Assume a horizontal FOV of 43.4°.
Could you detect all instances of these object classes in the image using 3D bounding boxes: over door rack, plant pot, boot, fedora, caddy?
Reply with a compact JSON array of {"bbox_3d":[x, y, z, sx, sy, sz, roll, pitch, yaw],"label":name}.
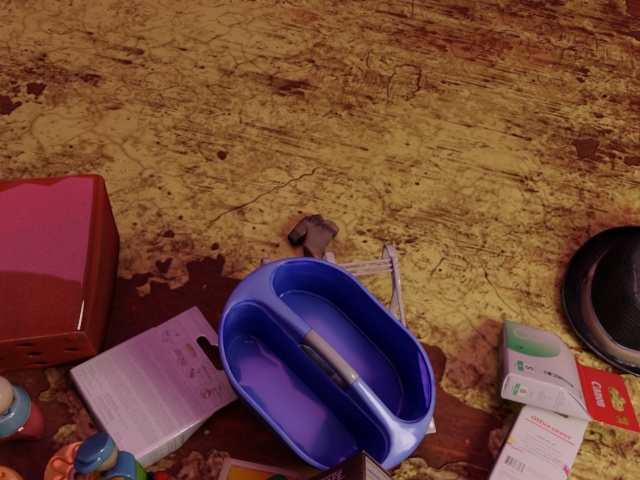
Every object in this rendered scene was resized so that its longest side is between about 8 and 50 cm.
[{"bbox_3d":[0.033,0.178,1.333,0.239,0.108,0.325,-7,71,-10],"label":"over door rack"},{"bbox_3d":[-0.455,0.068,1.264,0.267,0.267,0.236,-6,68,-10],"label":"plant pot"},{"bbox_3d":[0.000,0.000,1.476,0.087,0.042,0.118,-31,65,-26],"label":"boot"},{"bbox_3d":[0.598,0.076,1.421,0.333,0.153,0.334,3,56,-4],"label":"fedora"},{"bbox_3d":[0.005,0.184,1.174,0.341,0.179,0.241,44,71,8],"label":"caddy"}]

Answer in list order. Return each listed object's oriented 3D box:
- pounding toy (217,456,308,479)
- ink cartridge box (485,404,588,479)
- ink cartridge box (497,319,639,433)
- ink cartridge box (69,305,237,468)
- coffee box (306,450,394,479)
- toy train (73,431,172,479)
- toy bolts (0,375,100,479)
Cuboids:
[{"bbox_3d":[-0.122,0.402,1.110,0.180,0.094,0.206,11,28,2],"label":"pounding toy"},{"bbox_3d":[0.340,0.338,1.270,0.104,0.062,0.181,28,58,14],"label":"ink cartridge box"},{"bbox_3d":[0.405,0.218,1.315,0.224,0.056,0.181,13,24,5],"label":"ink cartridge box"},{"bbox_3d":[-0.253,0.235,1.289,0.232,0.066,0.189,-25,62,-31],"label":"ink cartridge box"},{"bbox_3d":[0.029,0.408,0.999,0.141,0.098,0.247,-34,27,21],"label":"coffee box"},{"bbox_3d":[-0.269,0.376,1.070,0.105,0.143,0.248,-29,28,2],"label":"toy train"},{"bbox_3d":[-0.426,0.297,1.158,0.218,0.159,0.229,-17,59,-17],"label":"toy bolts"}]
